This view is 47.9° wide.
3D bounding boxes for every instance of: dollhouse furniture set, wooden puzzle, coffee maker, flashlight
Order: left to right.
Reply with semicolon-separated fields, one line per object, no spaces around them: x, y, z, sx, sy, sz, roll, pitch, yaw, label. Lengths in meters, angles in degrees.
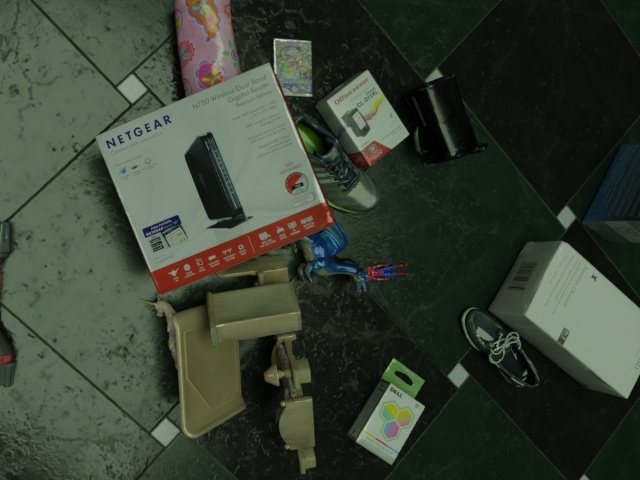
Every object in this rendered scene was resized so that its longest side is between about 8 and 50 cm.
-0.608;0.116;1.323;0.103;0.103;0.304;4;91;-20;flashlight
-0.227;0.248;1.444;0.044;0.221;0.239;-6;92;23;wooden puzzle
-0.127;0.258;1.486;0.173;0.303;0.356;-8;124;-8;dollhouse furniture set
0.285;-0.277;1.623;0.120;0.171;0.178;-35;107;-44;coffee maker

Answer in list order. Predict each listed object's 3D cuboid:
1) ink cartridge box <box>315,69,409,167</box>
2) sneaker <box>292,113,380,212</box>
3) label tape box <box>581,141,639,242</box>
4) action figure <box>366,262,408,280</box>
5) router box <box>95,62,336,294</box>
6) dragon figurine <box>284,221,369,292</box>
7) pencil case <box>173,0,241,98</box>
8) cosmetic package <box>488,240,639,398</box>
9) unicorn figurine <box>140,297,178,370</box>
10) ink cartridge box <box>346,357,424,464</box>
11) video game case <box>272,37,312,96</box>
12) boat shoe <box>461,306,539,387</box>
0.092;-0.268;1.600;0.127;0.072;0.175;-40;105;-15;ink cartridge box
0.017;-0.162;1.547;0.300;0.121;0.111;37;79;-18;sneaker
0.833;-0.122;1.742;0.115;0.347;0.249;33;80;-19;label tape box
0.146;0.072;1.654;0.115;0.030;0.038;-6;98;-19;action figure
-0.182;-0.105;1.274;0.335;0.082;0.301;-23;92;4;router box
0.000;0.000;1.563;0.144;0.085;0.289;-30;97;-19;dragon figurine
-0.220;-0.352;1.459;0.124;0.124;0.284;-11;96;-20;pencil case
0.630;0.194;1.775;0.385;0.156;0.217;35;77;-17;cosmetic package
-0.293;0.186;1.451;0.060;0.162;0.111;-29;131;-12;unicorn figurine
0.164;0.389;1.649;0.109;0.062;0.209;37;78;-17;ink cartridge box
-0.061;-0.376;1.572;0.087;0.011;0.122;-2;92;-21;video game case
0.438;0.263;1.743;0.095;0.079;0.255;-41;105;-15;boat shoe
